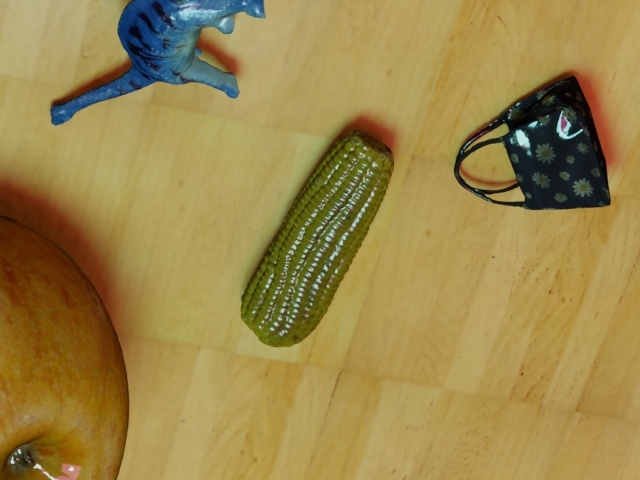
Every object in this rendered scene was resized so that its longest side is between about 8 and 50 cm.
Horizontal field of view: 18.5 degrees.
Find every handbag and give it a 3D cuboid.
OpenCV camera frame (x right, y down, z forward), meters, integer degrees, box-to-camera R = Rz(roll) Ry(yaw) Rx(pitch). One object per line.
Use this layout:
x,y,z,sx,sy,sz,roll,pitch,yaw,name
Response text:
0.190,-0.079,1.813,0.139,0.072,0.115,-13,124,16,handbag

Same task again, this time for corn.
0.000,0.000,1.828,0.080,0.080,0.231,22,114,-18,corn

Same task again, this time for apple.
-0.306,0.140,1.736,0.299,0.275,0.299,-25,140,-22,apple

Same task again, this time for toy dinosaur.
-0.118,-0.188,1.683,0.144,0.076,0.329,1,151,-29,toy dinosaur
